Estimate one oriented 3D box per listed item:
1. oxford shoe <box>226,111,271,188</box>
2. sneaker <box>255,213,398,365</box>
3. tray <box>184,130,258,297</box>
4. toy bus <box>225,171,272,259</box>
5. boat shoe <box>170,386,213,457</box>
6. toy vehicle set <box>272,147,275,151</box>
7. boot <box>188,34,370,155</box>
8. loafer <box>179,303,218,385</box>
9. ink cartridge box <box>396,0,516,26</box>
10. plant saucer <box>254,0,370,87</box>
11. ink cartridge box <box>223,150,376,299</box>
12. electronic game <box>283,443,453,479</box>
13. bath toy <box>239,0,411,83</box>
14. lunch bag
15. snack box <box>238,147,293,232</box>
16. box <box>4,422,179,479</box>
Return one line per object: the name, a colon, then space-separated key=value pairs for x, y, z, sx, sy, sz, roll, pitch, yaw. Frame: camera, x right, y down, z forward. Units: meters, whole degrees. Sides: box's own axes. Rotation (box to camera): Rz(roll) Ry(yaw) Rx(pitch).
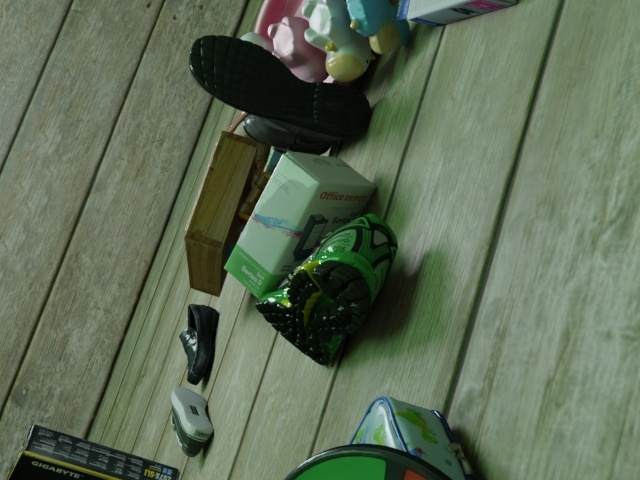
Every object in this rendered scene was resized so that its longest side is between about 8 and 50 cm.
oxford shoe: x=-0.160 y=-0.172 z=1.989 sx=0.130 sy=0.123 sz=0.348 roll=60 pitch=147 yaw=29
sneaker: x=0.019 y=0.072 z=1.174 sx=0.146 sy=0.134 sz=0.343 roll=-48 pitch=3 yaw=-27
tray: x=-0.192 y=-0.036 z=1.610 sx=0.411 sy=0.076 sz=0.202 roll=113 pitch=174 yaw=-74
toy bus: x=-0.063 y=-0.036 z=1.510 sx=0.202 sy=0.104 sz=0.191 roll=-35 pitch=-35 yaw=-47
boat shoe: x=-0.275 y=0.367 z=1.733 sx=0.070 sy=0.078 sz=0.219 roll=-65 pitch=19 yaw=7
toy vehicle set: x=-0.056 y=-0.274 z=1.919 sx=0.166 sy=0.035 sz=0.267 roll=-52 pitch=23 yaw=42
boot: x=-0.100 y=-0.232 z=1.502 sx=0.223 sy=0.338 sz=0.118 roll=-18 pitch=53 yaw=64
loafer: x=-0.285 y=0.233 z=1.924 sx=0.076 sy=0.078 sz=0.223 roll=-56 pitch=21 yaw=36
ink cartridge box: x=0.201 y=-0.413 z=1.213 sx=0.311 sy=0.065 sz=0.185 roll=-156 pitch=76 yaw=-71
plant saucer: x=-0.005 y=-0.401 z=1.669 sx=0.332 sy=0.084 sz=0.332 roll=-11 pitch=75 yaw=47
ink cartridge box: x=-0.030 y=-0.022 z=1.307 sx=0.093 sy=0.154 sz=0.212 roll=38 pitch=111 yaw=29
electronic game: x=0.047 y=0.281 z=0.692 sx=0.048 sy=0.229 sz=0.229 roll=-5 pitch=-54 yaw=-60
bath toy: x=-0.010 y=-0.340 z=1.510 sx=0.348 sy=0.129 sz=0.151 roll=-9 pitch=88 yaw=45
lunch bag: x=0.058 y=0.271 z=0.814 sx=0.219 sy=0.090 sz=0.176 roll=-63 pitch=19 yaw=17
snack box: x=-0.093 y=-0.101 z=1.700 sx=0.207 sy=0.070 sz=0.174 roll=-81 pitch=15 yaw=-80
box: x=-0.498 y=0.526 z=1.800 sx=0.257 sy=0.322 sz=0.079 roll=-52 pitch=22 yaw=41
